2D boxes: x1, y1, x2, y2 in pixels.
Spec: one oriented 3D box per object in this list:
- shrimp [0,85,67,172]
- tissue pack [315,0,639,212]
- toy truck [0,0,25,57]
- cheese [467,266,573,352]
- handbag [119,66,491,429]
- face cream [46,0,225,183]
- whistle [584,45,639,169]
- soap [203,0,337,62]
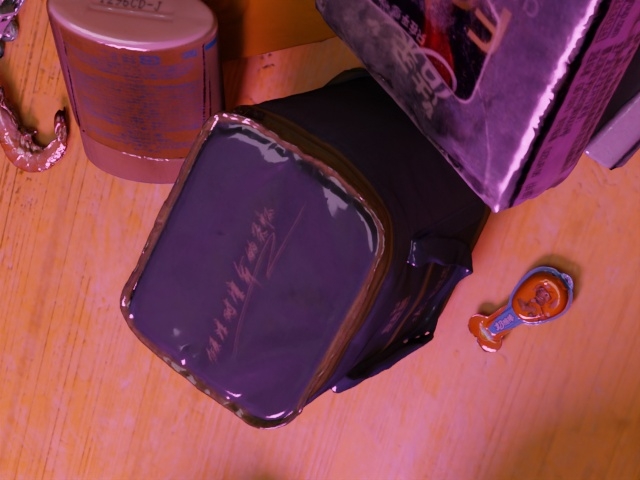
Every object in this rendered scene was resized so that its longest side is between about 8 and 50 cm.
[{"bbox_3d":[-0.282,-0.122,1.733,0.083,0.023,0.114,-17,103,28],"label":"shrimp"},{"bbox_3d":[0.136,-0.225,1.288,0.259,0.122,0.361,54,147,23],"label":"tissue pack"},{"bbox_3d":[-0.313,-0.234,1.690,0.081,0.067,0.175,49,125,12],"label":"toy truck"},{"bbox_3d":[0.175,0.059,1.560,0.111,0.017,0.047,-37,85,32],"label":"cheese"},{"bbox_3d":[0.000,0.000,1.499,0.222,0.241,0.263,37,120,14],"label":"handbag"},{"bbox_3d":[-0.151,-0.128,1.547,0.139,0.285,0.067,10,67,3],"label":"face cream"},{"bbox_3d":[0.250,-0.205,1.356,0.163,0.163,0.290,45,120,8],"label":"whistle"},{"bbox_3d":[-0.119,-0.260,1.439,0.204,0.324,0.096,-10,63,30],"label":"soap"}]
